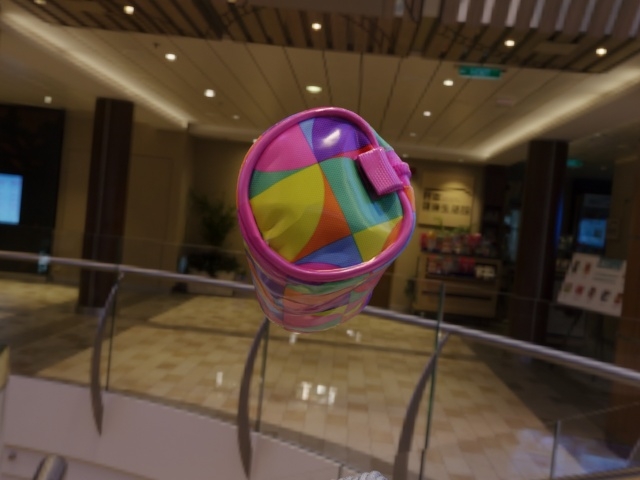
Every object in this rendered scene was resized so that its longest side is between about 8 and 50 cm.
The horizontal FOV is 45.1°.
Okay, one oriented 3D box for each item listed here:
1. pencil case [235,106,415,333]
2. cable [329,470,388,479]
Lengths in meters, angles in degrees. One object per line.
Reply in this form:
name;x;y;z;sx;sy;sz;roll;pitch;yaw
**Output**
pencil case;0.000;0.000;0.494;0.105;0.104;0.236;6;-11;-1
cable;0.061;0.358;0.753;0.089;0.257;0.257;-20;-18;8
